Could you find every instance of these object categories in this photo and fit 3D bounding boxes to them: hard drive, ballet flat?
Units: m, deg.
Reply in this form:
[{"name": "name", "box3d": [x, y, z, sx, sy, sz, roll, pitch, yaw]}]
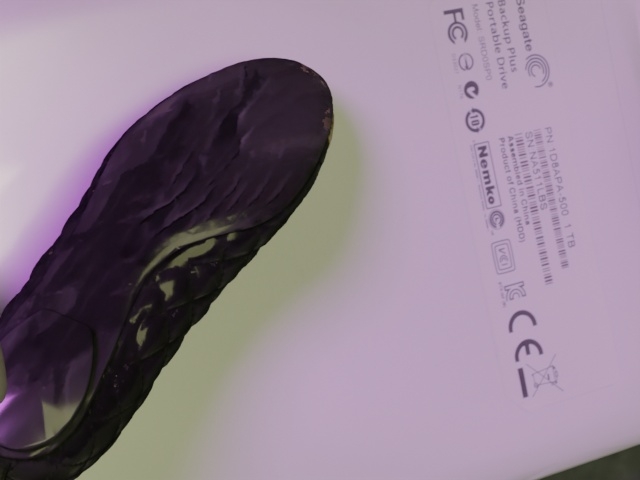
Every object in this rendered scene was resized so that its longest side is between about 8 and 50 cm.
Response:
[{"name": "hard drive", "box3d": [0.000, 0.000, 0.589, 0.318, 0.040, 0.210, -13, 94, -28]}, {"name": "ballet flat", "box3d": [-0.054, 0.006, 0.519, 0.057, 0.049, 0.173, 35, 64, 6]}]

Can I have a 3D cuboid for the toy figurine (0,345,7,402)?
[{"name": "toy figurine", "box3d": [-0.180, 0.054, 0.386, 0.213, 0.209, 0.148, 5, 98, -15]}]
